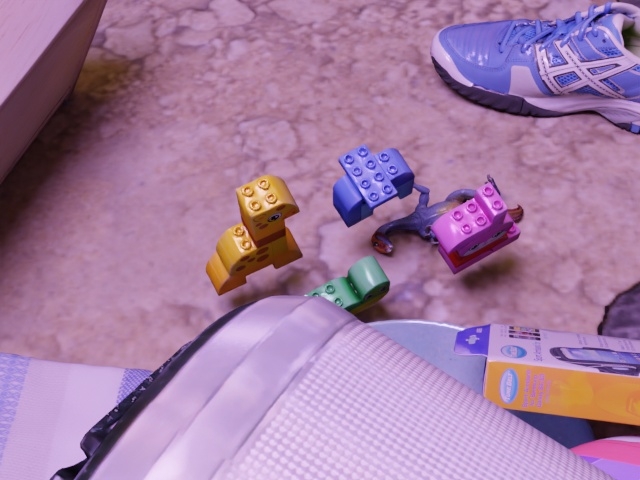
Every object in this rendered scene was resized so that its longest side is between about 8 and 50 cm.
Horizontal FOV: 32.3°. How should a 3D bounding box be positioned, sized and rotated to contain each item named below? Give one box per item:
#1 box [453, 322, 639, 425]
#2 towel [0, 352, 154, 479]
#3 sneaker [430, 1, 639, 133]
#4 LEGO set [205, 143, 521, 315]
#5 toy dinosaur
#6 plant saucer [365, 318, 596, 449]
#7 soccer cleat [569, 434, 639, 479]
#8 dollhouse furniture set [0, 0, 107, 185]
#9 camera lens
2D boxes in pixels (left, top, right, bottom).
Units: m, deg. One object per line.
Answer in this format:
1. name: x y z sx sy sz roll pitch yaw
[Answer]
1. box: 0.135 0.067 0.554 0.136 0.028 0.081 4 9 10
2. towel: -0.219 0.121 0.540 0.285 0.034 0.209 10 38 -9
3. sneaker: 0.183 -0.135 0.785 0.211 0.081 0.080 9 50 14
4. LEGO set: 0.000 0.000 0.623 0.227 0.093 0.087 -28 70 -10
5. toy dinosaur: 0.077 -0.009 0.712 0.082 0.090 0.047 -23 54 30
6. plant saucer: 0.047 0.126 0.576 0.195 0.037 0.195 -2 47 2
7. soccer cleat: 0.218 0.121 0.506 0.248 0.095 0.083 8 50 -5
8. dollhouse furniture set: -0.362 -0.166 0.676 0.394 0.362 0.256 30 51 -7
9. camera lens: 0.031 0.166 0.387 0.274 0.219 0.219 31 54 11
